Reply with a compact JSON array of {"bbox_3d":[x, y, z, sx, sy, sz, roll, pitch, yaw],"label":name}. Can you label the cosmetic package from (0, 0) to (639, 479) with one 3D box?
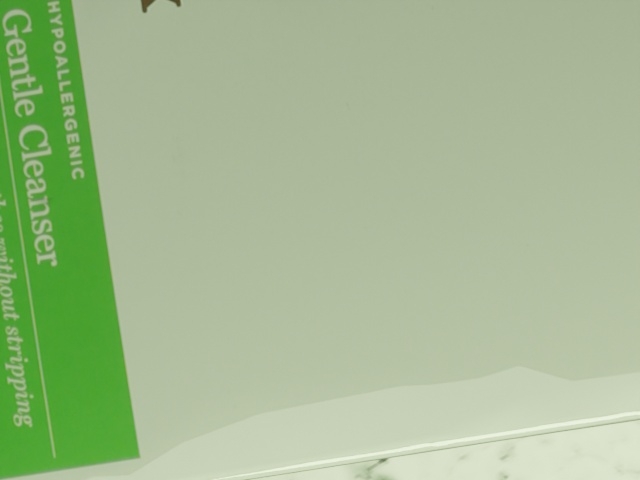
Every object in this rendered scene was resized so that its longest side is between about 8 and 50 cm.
[{"bbox_3d":[0.016,-0.016,0.675,0.366,0.155,0.196,-11,85,6],"label":"cosmetic package"}]
